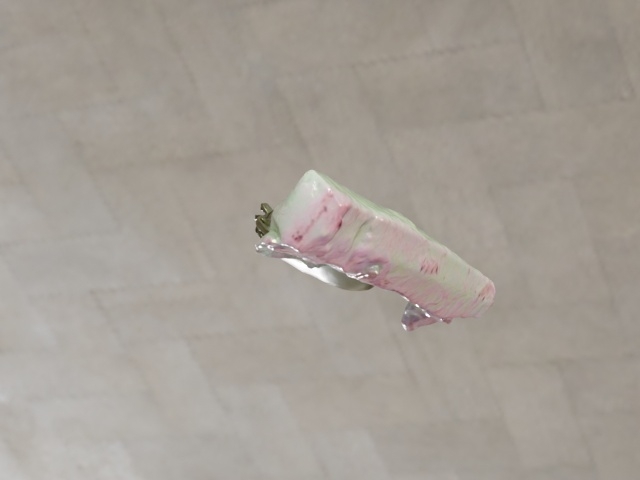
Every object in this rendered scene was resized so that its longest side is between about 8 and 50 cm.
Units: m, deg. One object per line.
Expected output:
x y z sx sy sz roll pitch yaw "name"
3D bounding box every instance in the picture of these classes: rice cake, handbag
0.045 0.019 1.166 0.081 0.051 0.290 -40 152 11 "rice cake"
0.000 0.000 1.267 0.111 0.047 0.072 18 149 6 "handbag"
